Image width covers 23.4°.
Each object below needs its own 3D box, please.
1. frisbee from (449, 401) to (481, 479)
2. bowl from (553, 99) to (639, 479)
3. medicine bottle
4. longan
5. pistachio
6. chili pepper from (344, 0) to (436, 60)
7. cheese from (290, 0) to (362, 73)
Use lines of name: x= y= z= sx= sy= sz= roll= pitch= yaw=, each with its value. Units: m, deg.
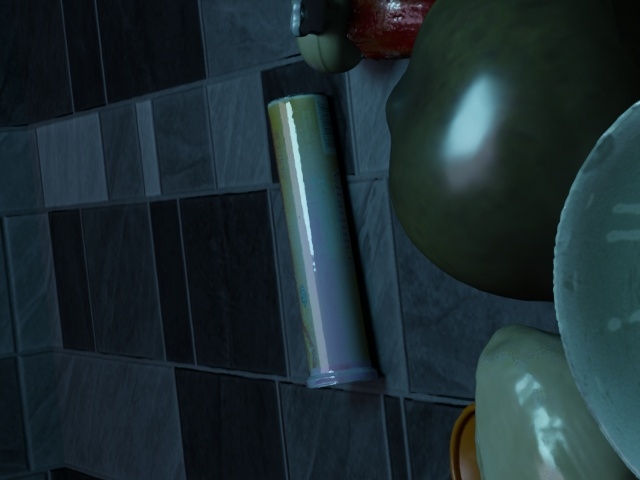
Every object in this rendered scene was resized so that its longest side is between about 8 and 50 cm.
frisbee: x=0.229 y=0.299 z=1.983 sx=0.192 sy=0.035 sz=0.192 roll=20 pitch=113 yaw=59
bowl: x=0.434 y=0.046 z=1.351 sx=0.435 sy=0.196 sz=0.435 roll=19 pitch=118 yaw=39
medicine bottle: x=0.000 y=0.000 z=2.266 sx=0.108 sy=0.108 sz=0.426 roll=-20 pitch=77 yaw=60
longan: x=0.229 y=-0.118 z=1.580 sx=0.361 sy=0.361 sz=0.361 roll=21 pitch=115 yaw=58
pistachio: x=0.283 y=0.240 z=1.702 sx=0.332 sy=0.226 sz=0.208 roll=67 pitch=-172 yaw=17
chili pepper: x=0.144 y=-0.303 z=1.947 sx=0.253 sy=0.136 sz=0.144 roll=7 pitch=59 yaw=50
cheese: x=0.008 y=-0.300 z=2.032 sx=0.286 sy=0.082 sz=0.163 roll=-25 pitch=-62 yaw=-75
